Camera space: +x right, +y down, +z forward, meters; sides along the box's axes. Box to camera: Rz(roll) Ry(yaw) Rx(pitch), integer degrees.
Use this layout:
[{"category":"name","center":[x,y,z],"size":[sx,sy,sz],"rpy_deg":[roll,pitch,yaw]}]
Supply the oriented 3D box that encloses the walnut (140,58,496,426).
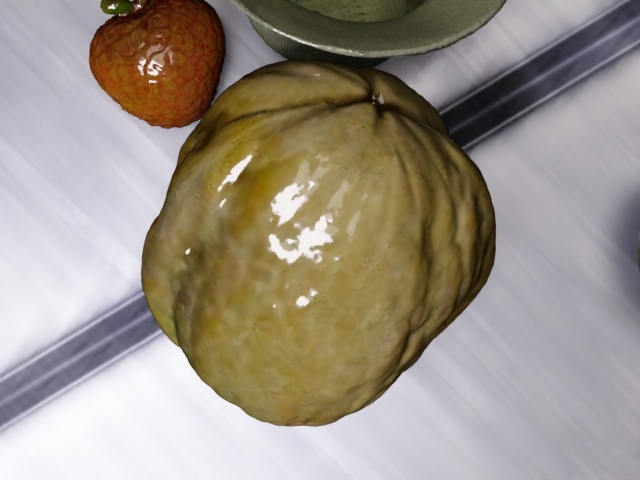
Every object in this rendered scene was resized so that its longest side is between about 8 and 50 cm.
[{"category":"walnut","center":[0.000,0.000,1.354],"size":[0.283,0.227,0.283],"rpy_deg":[-6,136,-6]}]

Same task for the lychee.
[{"category":"lychee","center":[-0.123,-0.156,1.433],"size":[0.114,0.101,0.140],"rpy_deg":[-12,90,18]}]

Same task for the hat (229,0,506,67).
[{"category":"hat","center":[0.011,-0.202,1.407],"size":[0.257,0.130,0.257],"rpy_deg":[7,56,-10]}]

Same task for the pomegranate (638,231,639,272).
[{"category":"pomegranate","center":[0.324,0.036,1.419],"size":[0.180,0.180,0.209],"rpy_deg":[14,121,-1]}]
